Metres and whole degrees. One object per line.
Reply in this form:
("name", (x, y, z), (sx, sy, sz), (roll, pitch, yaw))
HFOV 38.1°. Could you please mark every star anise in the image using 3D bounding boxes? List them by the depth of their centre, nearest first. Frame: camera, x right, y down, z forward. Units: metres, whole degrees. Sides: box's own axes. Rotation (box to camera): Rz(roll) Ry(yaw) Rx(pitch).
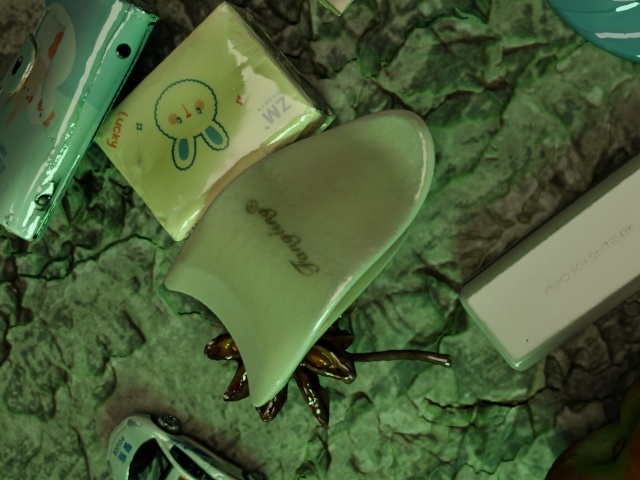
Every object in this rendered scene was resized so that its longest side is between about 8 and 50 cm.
("star anise", (-0.009, 0.119, 0.928), (0.234, 0.073, 0.177), (37, 95, 23))

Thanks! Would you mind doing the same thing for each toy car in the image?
("toy car", (-0.142, 0.262, 0.989), (0.205, 0.056, 0.095), (30, 103, 7))

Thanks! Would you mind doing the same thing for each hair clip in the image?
("hair clip", (-0.009, -0.002, 0.866), (0.282, 0.113, 0.172), (-38, 67, -4))

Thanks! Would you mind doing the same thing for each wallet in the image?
("wallet", (-0.259, -0.142, 0.916), (0.250, 0.075, 0.176), (-59, 40, 12))

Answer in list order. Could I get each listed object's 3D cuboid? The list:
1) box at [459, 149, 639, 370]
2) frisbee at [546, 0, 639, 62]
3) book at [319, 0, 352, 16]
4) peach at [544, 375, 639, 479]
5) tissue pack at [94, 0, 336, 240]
("box", (0.253, 0.014, 0.873), (0.243, 0.055, 0.103), (-39, 87, 14))
("frisbee", (0.323, -0.302, 0.823), (0.289, 0.049, 0.290), (1, 97, 12))
("book", (-0.011, -0.335, 0.909), (0.198, 0.016, 0.138), (42, 104, 5))
("peach", (0.325, 0.239, 0.796), (0.252, 0.252, 0.252), (1, 97, 12))
("tissue pack", (-0.106, -0.115, 0.917), (0.196, 0.092, 0.148), (-41, 85, 13))
